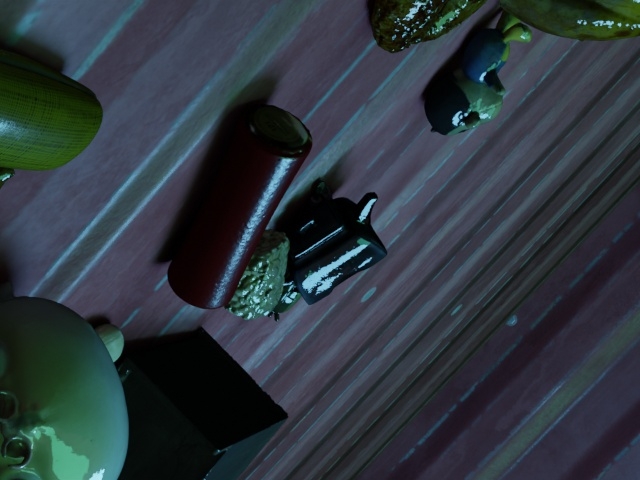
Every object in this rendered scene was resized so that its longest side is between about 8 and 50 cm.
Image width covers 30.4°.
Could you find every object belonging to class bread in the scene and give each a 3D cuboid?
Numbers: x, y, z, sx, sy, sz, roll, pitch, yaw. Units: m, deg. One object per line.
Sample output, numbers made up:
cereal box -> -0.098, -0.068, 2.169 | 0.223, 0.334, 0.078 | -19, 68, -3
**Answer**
bread -> 0.131, -0.264, 1.195 | 0.193, 0.064, 0.193 | -39, 165, -13

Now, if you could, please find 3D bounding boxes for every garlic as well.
garlic -> -0.241, 0.115, 1.248 | 0.083, 0.041, 0.053 | -26, -164, -32

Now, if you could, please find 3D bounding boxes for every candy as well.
candy -> -0.083, 0.037, 1.376 | 0.095, 0.085, 0.110 | -33, 150, -56

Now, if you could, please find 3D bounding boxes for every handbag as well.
handbag -> -0.040, 0.054, 1.534 | 0.111, 0.047, 0.072 | -51, -163, 15

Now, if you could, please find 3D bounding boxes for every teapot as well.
teapot -> 0.000, 0.000, 1.434 | 0.177, 0.087, 0.096 | -33, 144, 6

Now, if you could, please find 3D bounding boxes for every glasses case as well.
glasses case -> -0.225, -0.090, 0.789 | 0.079, 0.064, 0.234 | -42, 164, 14

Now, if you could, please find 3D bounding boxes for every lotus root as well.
lotus root -> 0.321, -0.304, 1.343 | 0.199, 0.180, 0.188 | -49, 166, 12

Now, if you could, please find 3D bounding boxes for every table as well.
table -> -0.182, 0.229, 1.417 | 0.169, 0.172, 0.193 | -51, 165, 18

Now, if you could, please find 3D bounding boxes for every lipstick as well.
lipstick -> -0.086, -0.030, 1.205 | 0.080, 0.080, 0.241 | -26, 155, -46

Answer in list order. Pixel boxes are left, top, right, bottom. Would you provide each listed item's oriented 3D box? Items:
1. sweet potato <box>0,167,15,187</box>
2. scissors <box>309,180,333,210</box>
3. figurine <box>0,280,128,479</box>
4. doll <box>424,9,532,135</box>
sweet potato -> -0.297, 0.000, 0.869 | 0.179, 0.044, 0.044 | -39, 163, 4
scissors -> 0.001, -0.047, 1.467 | 0.039, 0.012, 0.113 | -40, 162, -14
figurine -> -0.360, 0.184, 0.972 | 0.394, 0.227, 0.274 | -18, 177, -43
doll -> 0.197, -0.199, 1.460 | 0.089, 0.102, 0.179 | 32, 113, -28
